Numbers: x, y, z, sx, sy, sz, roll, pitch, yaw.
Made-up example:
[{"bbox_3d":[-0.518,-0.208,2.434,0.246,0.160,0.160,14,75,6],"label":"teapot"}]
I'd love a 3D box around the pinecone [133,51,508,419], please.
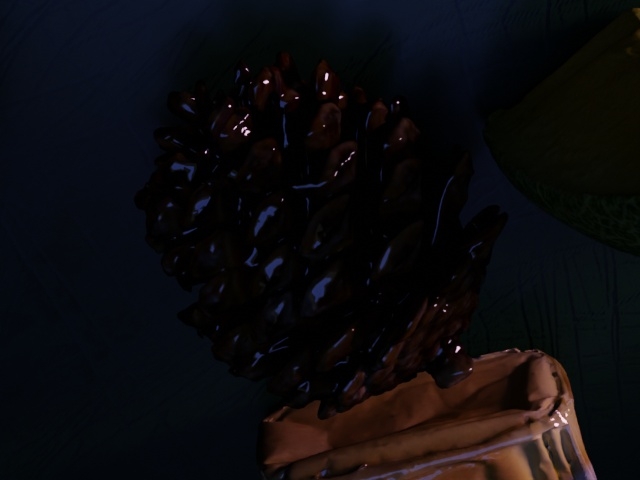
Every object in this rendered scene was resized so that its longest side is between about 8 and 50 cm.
[{"bbox_3d":[0.000,0.000,1.147,0.272,0.224,0.224,39,110,8],"label":"pinecone"}]

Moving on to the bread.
[{"bbox_3d":[0.077,0.166,1.262,0.241,0.136,0.107,-14,114,3],"label":"bread"}]

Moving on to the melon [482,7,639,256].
[{"bbox_3d":[0.287,-0.069,1.056,0.331,0.343,0.226,9,110,-3],"label":"melon"}]
